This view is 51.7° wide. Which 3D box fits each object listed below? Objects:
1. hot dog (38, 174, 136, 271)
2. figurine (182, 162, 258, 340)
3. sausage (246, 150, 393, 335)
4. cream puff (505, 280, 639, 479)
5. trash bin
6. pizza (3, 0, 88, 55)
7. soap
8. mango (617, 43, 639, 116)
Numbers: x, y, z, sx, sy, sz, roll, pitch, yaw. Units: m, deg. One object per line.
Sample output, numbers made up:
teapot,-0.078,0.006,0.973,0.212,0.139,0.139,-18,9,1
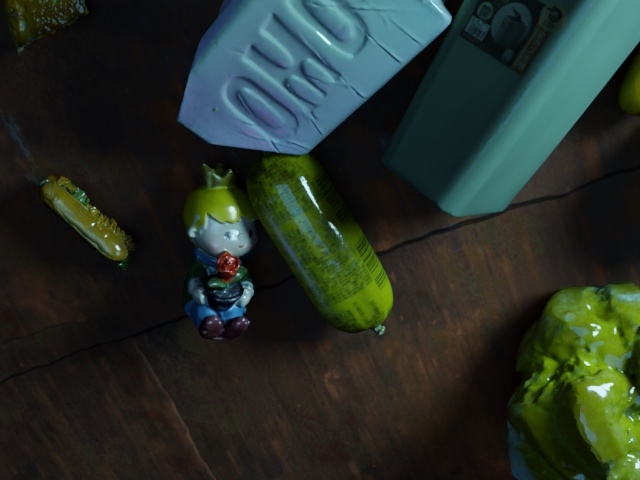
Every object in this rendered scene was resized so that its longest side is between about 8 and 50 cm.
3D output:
hot dog,-0.364,-0.031,1.043,0.188,0.072,0.055,44,88,-10
figurine,-0.147,0.015,0.979,0.127,0.185,0.234,12,115,-18
sausage,0.000,0.000,0.982,0.123,0.123,0.347,-27,105,15
cream puff,0.450,0.262,0.951,0.378,0.275,0.379,2,108,6
trash bin,0.247,-0.203,0.812,0.158,0.223,0.344,41,115,25
pizza,-0.388,-0.349,0.938,0.130,0.041,0.178,9,111,6
soap,-0.029,-0.248,0.844,0.208,0.115,0.347,36,128,-23
mango,0.453,-0.241,0.843,0.090,0.115,0.178,39,128,23
